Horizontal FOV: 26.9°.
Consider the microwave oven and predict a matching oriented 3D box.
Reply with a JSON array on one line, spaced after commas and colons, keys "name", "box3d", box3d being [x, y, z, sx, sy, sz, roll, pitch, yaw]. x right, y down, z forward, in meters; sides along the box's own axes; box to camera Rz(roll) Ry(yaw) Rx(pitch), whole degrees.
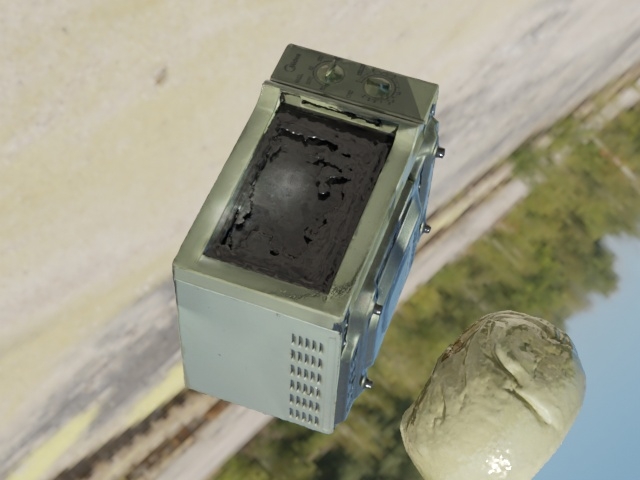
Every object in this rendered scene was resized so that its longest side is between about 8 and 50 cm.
[{"name": "microwave oven", "box3d": [0.000, 0.000, 1.550, 0.286, 0.218, 0.355, 91, 18, -52]}]

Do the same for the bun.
[{"name": "bun", "box3d": [0.137, 0.129, 1.115, 0.188, 0.111, 0.164, -52, -166, -33]}]
